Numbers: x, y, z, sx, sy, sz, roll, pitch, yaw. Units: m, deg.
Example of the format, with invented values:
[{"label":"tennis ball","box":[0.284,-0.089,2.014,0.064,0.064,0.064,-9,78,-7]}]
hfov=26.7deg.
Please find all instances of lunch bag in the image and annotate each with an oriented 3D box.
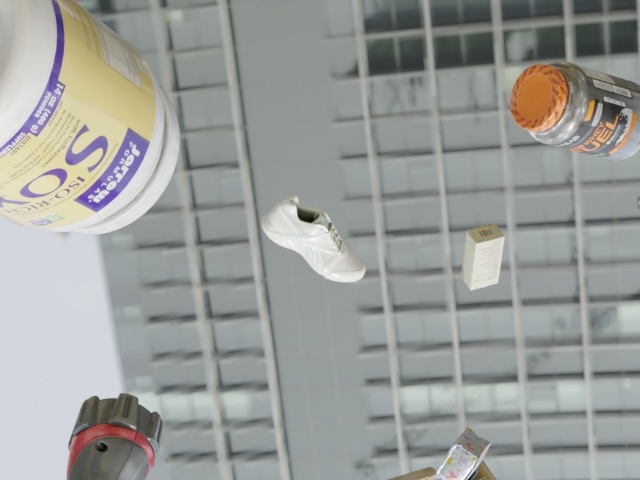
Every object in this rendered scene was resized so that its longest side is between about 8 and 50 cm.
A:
[{"label":"lunch bag","box":[0.204,0.325,1.961,0.053,0.083,0.071,36,-158,10]}]

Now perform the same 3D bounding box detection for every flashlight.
[{"label":"flashlight","box":[-0.233,0.301,1.401,0.103,0.103,0.304,-4,-140,7]}]

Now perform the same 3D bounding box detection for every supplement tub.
[{"label":"supplement tub","box":[0.361,-0.181,1.871,0.190,0.117,0.117,9,-174,-37]},{"label":"supplement tub","box":[-0.312,-0.144,1.419,0.241,0.241,0.331,1,166,22]}]

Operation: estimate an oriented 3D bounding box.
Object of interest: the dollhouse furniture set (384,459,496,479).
[{"label":"dollhouse furniture set","box":[0.034,0.472,2.208,0.362,0.394,0.256,-8,-127,-41]}]

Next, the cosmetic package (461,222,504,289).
[{"label":"cosmetic package","box":[0.291,0.030,2.423,0.060,0.115,0.041,-13,-137,-18]}]

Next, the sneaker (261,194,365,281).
[{"label":"sneaker","box":[0.000,0.000,1.724,0.152,0.061,0.054,33,-147,-15]}]

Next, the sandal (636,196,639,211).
[{"label":"sandal","box":[0.446,-0.021,1.708,0.090,0.060,0.219,1,-173,0]}]
